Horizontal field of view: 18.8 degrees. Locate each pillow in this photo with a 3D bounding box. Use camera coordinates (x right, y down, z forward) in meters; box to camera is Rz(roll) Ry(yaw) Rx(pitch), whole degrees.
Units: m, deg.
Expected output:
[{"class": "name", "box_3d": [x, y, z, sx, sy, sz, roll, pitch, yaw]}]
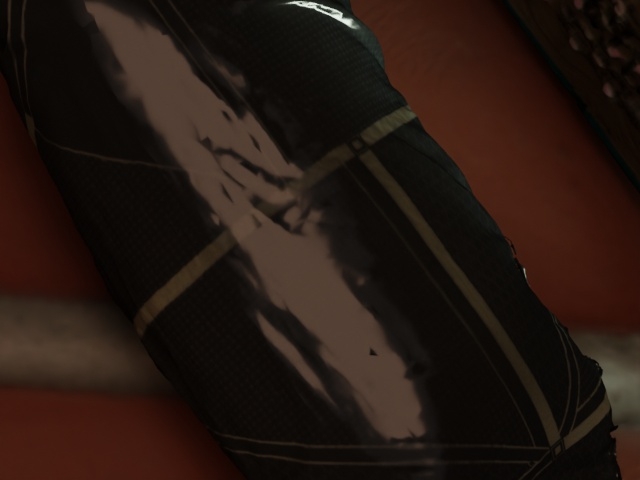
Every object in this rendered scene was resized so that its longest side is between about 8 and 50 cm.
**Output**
[{"class": "pillow", "box_3d": [0.000, 0.000, 0.757, 0.161, 0.092, 0.335, -33, 90, -27]}]

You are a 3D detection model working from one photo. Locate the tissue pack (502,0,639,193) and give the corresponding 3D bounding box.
[{"class": "tissue pack", "box_3d": [0.228, -0.076, 0.832, 0.192, 0.134, 0.271, -36, 90, -21]}]
